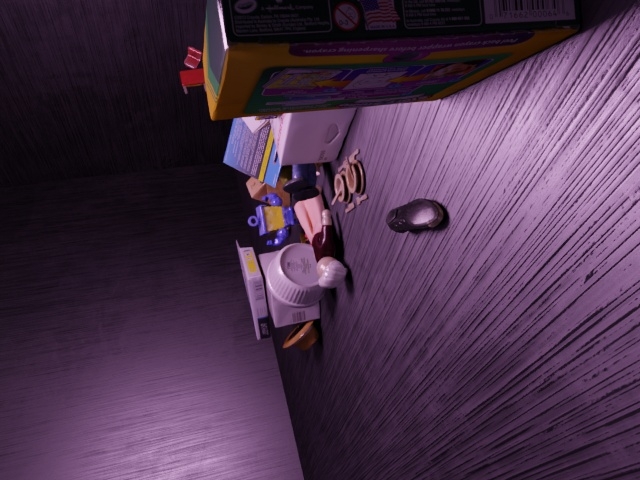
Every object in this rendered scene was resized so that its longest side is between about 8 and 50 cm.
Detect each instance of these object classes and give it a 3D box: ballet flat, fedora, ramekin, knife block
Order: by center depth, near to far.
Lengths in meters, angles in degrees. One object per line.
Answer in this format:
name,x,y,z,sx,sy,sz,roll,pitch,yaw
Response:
ballet flat,0.176,-0.043,0.916,0.173,0.049,0.057,-1,70,71
ramekin,-0.066,0.106,1.625,0.109,0.208,0.207,118,142,-52
fedora,-0.060,0.367,1.927,0.079,0.194,0.194,44,165,-3
knife block,-0.167,-0.259,1.994,0.242,0.276,0.088,-43,52,25

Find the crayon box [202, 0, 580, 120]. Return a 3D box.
crayon box,0.048,-0.240,0.612,0.313,0.364,0.105,-169,71,-75

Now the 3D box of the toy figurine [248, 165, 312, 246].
toy figurine,-0.156,-0.111,1.803,0.191,0.218,0.361,163,97,-76

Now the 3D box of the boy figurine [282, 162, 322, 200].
boy figurine,-0.056,-0.266,1.465,0.177,0.092,0.284,32,-131,-49

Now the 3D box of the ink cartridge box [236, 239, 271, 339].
ink cartridge box,-0.269,0.191,2.030,0.307,0.072,0.303,-115,16,-57

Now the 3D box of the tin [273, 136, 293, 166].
tin,-0.081,-0.294,1.563,0.189,0.040,0.106,52,-147,-34

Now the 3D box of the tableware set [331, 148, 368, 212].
tableware set,0.064,-0.147,1.274,0.194,0.039,0.128,149,112,-75

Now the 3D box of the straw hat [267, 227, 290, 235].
straw hat,-0.165,-0.061,2.183,0.061,0.144,0.144,36,154,8

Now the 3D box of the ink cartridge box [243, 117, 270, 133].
ink cartridge box,-0.160,-0.441,1.514,0.154,0.212,0.093,53,137,-7

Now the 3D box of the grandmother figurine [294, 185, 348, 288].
grandmother figurine,0.000,0.000,1.506,0.207,0.104,0.342,85,171,-52

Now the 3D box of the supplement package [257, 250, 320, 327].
supplement package,-0.127,0.174,1.938,0.293,0.178,0.175,-124,27,-62

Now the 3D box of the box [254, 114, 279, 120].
box,-0.140,-0.381,1.211,0.054,0.059,0.168,180,82,-76

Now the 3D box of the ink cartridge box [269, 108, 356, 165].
ink cartridge box,-0.054,-0.436,1.304,0.285,0.167,0.394,112,146,-64

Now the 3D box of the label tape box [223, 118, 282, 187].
label tape box,-0.188,-0.338,1.758,0.334,0.106,0.240,30,110,41

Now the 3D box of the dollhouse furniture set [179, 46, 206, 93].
dollhouse furniture set,-0.404,-0.760,2.085,0.152,0.375,0.201,130,129,-77
